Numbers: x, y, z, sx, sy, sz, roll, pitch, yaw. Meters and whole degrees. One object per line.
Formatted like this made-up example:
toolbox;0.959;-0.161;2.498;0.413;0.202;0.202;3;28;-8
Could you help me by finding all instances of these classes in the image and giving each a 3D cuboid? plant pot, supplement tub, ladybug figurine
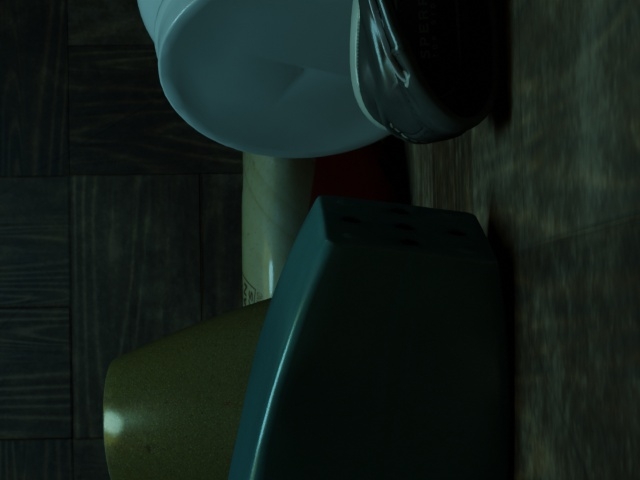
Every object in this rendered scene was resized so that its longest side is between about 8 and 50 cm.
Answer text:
plant pot;-0.043;0.145;1.350;0.237;0.254;0.237;-3;-90;-84
supplement tub;-0.020;-0.248;1.213;0.235;0.235;0.324;92;176;-54
plant pot;0.033;0.100;1.027;0.165;0.166;0.234;-99;16;-73
ladybug figurine;0.000;0.000;1.696;0.449;0.162;0.305;-95;5;-67

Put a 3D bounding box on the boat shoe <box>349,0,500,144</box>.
boat shoe;0.062;-0.224;0.973;0.095;0.112;0.335;-162;64;-69
